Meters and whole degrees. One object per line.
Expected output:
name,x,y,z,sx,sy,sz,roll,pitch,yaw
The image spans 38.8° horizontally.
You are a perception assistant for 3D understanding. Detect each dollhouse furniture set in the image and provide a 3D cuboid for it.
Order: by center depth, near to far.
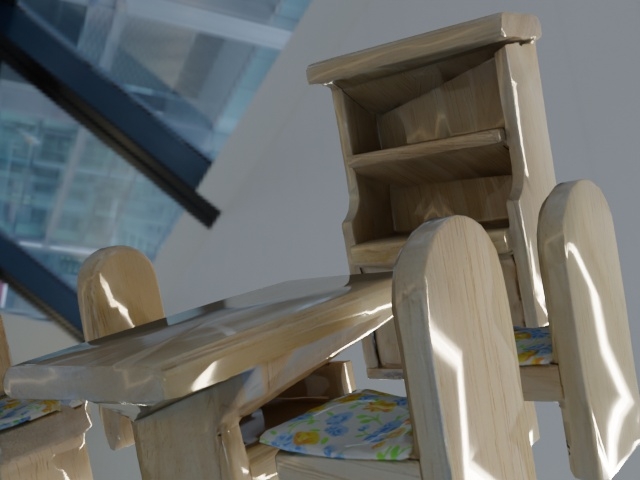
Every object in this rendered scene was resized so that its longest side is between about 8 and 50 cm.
dollhouse furniture set,0.000,0.000,0.563,0.362,0.394,0.256,-7,-85,38
